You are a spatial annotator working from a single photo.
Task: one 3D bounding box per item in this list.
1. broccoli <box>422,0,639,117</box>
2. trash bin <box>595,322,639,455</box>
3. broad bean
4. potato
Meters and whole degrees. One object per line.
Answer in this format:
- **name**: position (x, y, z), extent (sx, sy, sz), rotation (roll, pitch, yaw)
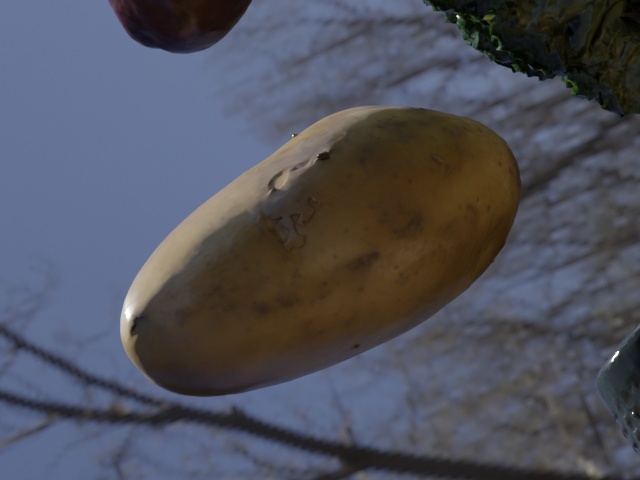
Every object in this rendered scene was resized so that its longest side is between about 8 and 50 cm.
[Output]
- **broccoli**: position (0.153, -0.234, 0.984), extent (0.321, 0.304, 0.283), rotation (49, 160, -5)
- **trash bin**: position (0.262, 0.107, 1.247), extent (0.161, 0.175, 0.175), rotation (46, -167, 16)
- **broad bean**: position (-0.107, -0.251, 1.458), extent (0.156, 0.122, 0.229), rotation (-49, -40, -54)
- **potato**: position (-0.001, 0.002, 1.060), extent (0.128, 0.234, 0.161), rotation (57, 173, 11)
